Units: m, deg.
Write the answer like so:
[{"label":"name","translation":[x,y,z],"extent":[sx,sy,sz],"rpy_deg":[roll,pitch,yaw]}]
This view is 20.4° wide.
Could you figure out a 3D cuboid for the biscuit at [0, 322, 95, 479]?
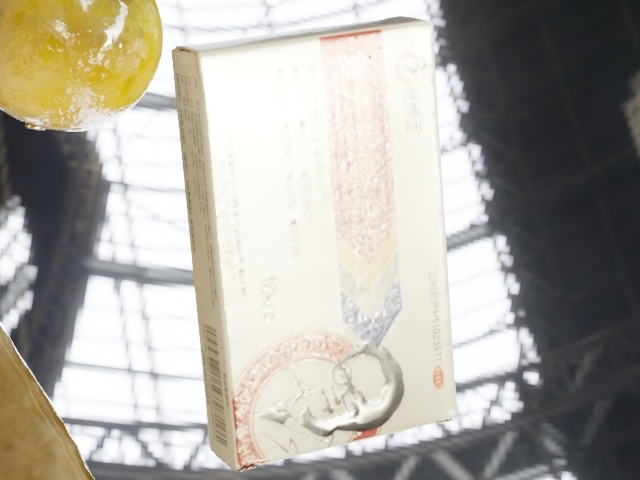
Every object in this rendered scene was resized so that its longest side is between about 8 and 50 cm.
[{"label":"biscuit","translation":[-0.169,0.191,0.897],"extent":[0.394,0.070,0.350],"rpy_deg":[55,-36,33]}]

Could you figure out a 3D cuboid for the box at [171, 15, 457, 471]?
[{"label":"box","translation":[0.000,0.000,1.493],"extent":[0.069,0.214,0.353],"rpy_deg":[26,-57,61]}]

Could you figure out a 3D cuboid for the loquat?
[{"label":"loquat","translation":[-0.198,-0.158,1.384],"extent":[0.163,0.163,0.137],"rpy_deg":[-58,-168,30]}]
